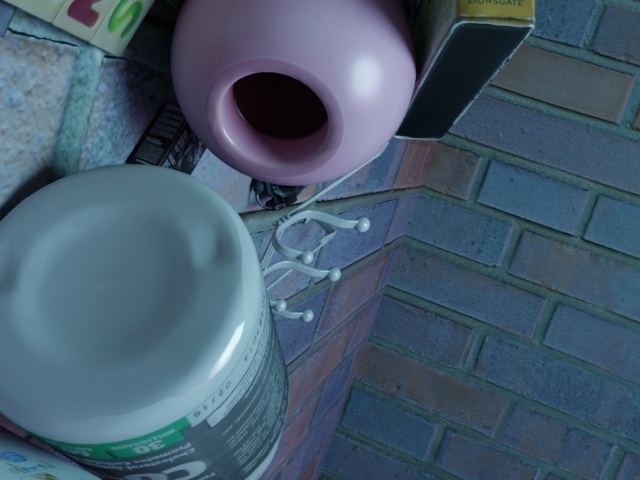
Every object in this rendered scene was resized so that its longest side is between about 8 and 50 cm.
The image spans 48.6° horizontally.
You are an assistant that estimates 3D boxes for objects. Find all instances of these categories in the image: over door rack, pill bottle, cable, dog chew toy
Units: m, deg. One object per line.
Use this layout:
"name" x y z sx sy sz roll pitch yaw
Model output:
"over door rack" 0.000 0.000 1.054 0.324 0.108 0.239 -54 176 -46
"pill bottle" -0.133 0.113 0.617 0.361 0.204 0.204 84 30 -60
"cable" -0.038 -0.123 0.989 0.184 0.047 0.150 -34 138 -63
"dog chew toy" -0.009 -0.204 0.658 0.206 0.207 0.331 97 5 -45

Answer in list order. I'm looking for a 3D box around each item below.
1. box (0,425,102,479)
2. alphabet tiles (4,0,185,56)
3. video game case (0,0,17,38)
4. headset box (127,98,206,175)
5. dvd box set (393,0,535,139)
"box" -0.209 0.192 0.441 0.114 0.203 0.103 -65 165 -8
"alphabet tiles" -0.089 -0.251 0.421 0.285 0.011 0.342 -55 178 6
"video game case" -0.186 -0.229 0.290 0.274 0.026 0.196 37 74 -77
"headset box" -0.138 -0.086 0.663 0.062 0.032 0.083 79 34 -66
"dvd box set" 0.120 -0.333 0.650 0.307 0.062 0.420 111 -18 -82
